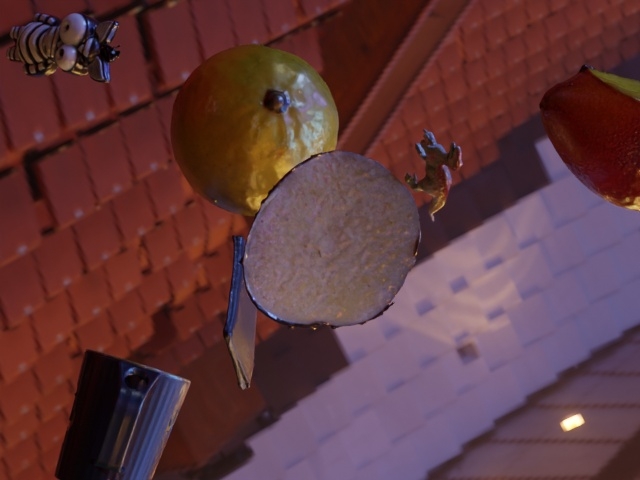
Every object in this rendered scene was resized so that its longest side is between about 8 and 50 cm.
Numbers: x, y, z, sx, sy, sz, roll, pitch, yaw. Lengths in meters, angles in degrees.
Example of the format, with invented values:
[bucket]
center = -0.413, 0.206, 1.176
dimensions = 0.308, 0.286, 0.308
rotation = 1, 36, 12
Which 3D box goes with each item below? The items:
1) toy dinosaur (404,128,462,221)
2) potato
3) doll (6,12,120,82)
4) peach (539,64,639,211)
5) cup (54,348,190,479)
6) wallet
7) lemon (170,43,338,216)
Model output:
[toy dinosaur]
center = 0.212, -0.105, 2.068
dimensions = 0.053, 0.242, 0.167
rotation = -26, -139, -20
[potato]
center = 0.000, 0.000, 1.255
dimensions = 0.202, 0.182, 0.117
rotation = -60, -163, -3
[doll]
center = -0.355, -0.266, 1.556
dimensions = 0.219, 0.091, 0.067
rotation = 10, 177, 37
[peach]
center = 0.400, -0.115, 1.410
dimensions = 0.267, 0.159, 0.154
rotation = 10, -159, -23
[cup]
center = -0.236, 0.218, 1.329
dimensions = 0.176, 0.131, 0.155
rotation = 144, -37, -79
[wallet]
center = -0.146, 0.127, 2.127
dimensions = 0.030, 0.146, 0.285
rotation = -10, -141, 11
[lemon]
center = -0.110, -0.181, 1.886
dimensions = 0.297, 0.297, 0.297
rotation = -27, -170, 5
